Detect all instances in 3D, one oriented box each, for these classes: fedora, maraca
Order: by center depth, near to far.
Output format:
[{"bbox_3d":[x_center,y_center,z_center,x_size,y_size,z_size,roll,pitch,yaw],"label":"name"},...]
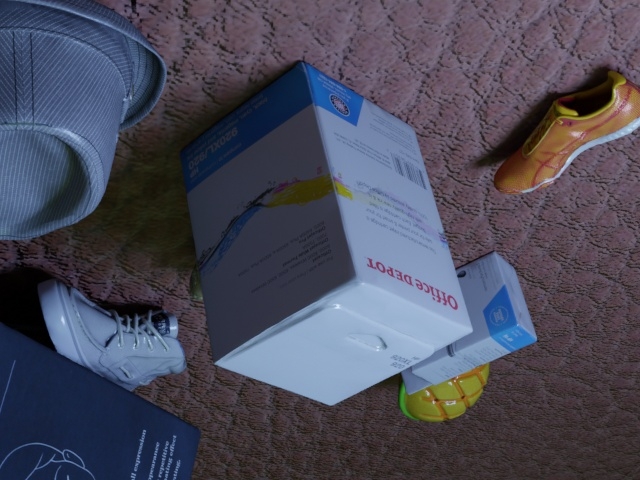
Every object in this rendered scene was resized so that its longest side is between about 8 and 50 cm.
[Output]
[{"bbox_3d":[-0.239,-0.079,0.915,0.243,0.124,0.275,4,157,-26],"label":"fedora"},{"bbox_3d":[0.171,0.158,1.534,0.127,0.099,0.186,17,112,-42],"label":"maraca"}]

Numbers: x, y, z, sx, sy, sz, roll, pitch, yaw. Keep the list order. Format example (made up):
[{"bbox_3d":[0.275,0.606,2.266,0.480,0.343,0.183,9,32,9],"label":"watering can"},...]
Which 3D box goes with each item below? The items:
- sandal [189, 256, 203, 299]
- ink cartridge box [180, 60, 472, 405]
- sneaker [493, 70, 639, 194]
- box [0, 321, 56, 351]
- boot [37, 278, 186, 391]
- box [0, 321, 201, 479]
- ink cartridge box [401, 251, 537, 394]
[{"bbox_3d":[-0.098,0.045,1.254,0.079,0.088,0.240,-25,152,9],"label":"sandal"},{"bbox_3d":[0.000,0.000,1.076,0.168,0.233,0.171,-32,144,28],"label":"ink cartridge box"},{"bbox_3d":[0.236,-0.108,1.172,0.067,0.064,0.175,37,121,-27],"label":"sneaker"},{"bbox_3d":[-0.374,0.125,1.339,0.137,0.027,0.094,8,144,-31],"label":"box"},{"bbox_3d":[-0.221,0.097,1.306,0.123,0.095,0.258,-18,157,-3],"label":"boot"},{"bbox_3d":[-0.334,0.277,1.234,0.212,0.293,0.395,1,157,26],"label":"box"},{"bbox_3d":[0.156,0.102,1.422,0.180,0.104,0.060,-27,146,22],"label":"ink cartridge box"}]
